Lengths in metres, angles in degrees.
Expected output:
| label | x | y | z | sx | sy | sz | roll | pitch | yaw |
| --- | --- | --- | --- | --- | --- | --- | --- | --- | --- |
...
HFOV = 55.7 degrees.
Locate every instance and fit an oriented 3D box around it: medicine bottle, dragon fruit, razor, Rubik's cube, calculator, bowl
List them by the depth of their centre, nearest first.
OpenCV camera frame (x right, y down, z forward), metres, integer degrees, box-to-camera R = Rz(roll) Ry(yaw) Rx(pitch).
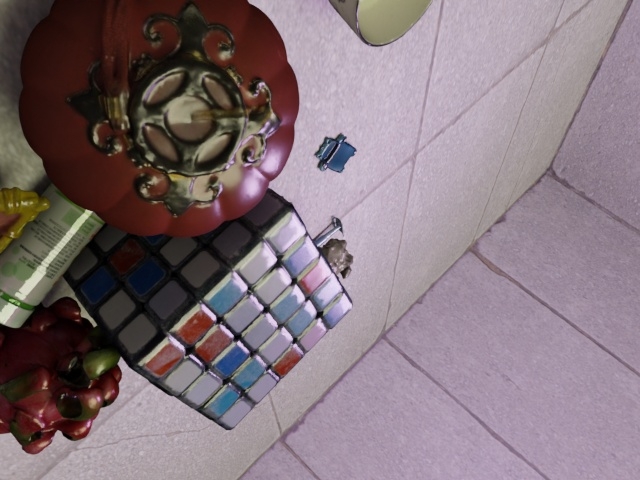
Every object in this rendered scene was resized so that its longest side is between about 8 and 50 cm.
| label | x | y | z | sx | sy | sz | roll | pitch | yaw |
| --- | --- | --- | --- | --- | --- | --- | --- | --- | --- |
| medicine bottle | -0.370 | 0.016 | 0.793 | 0.183 | 0.086 | 0.086 | -53 | 158 | -7 |
| dragon fruit | -0.377 | 0.193 | 0.866 | 0.198 | 0.273 | 0.218 | 58 | 47 | -59 |
| Rubik's cube | -0.172 | 0.059 | 0.921 | 0.287 | 0.293 | 0.292 | -45 | 145 | -11 |
| bowl | 0.092 | -0.430 | 0.923 | 0.238 | 0.126 | 0.237 | -40 | 155 | -23 |
| calculator | 0.033 | -0.189 | 1.339 | 0.094 | 0.019 | 0.141 | -55 | 156 | 11 |
| razor | 0.000 | 0.000 | 1.564 | 0.135 | 0.040 | 0.068 | -37 | 155 | -12 |

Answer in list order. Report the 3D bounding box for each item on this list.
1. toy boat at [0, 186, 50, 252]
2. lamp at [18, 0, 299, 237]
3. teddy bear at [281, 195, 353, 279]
| label | x | y | z | sx | sy | sz | roll | pitch | yaw |
| --- | --- | --- | --- | --- | --- | --- | --- | --- | --- |
| toy boat | -0.456 | 0.034 | 0.674 | 0.318 | 0.099 | 0.141 | -44 | 161 | -21 |
| lamp | -0.171 | -0.151 | 0.680 | 0.303 | 0.257 | 0.303 | -8 | 111 | -21 |
| teddy bear | -0.097 | 0.059 | 1.280 | 0.358 | 0.224 | 0.367 | -20 | 123 | -19 |
